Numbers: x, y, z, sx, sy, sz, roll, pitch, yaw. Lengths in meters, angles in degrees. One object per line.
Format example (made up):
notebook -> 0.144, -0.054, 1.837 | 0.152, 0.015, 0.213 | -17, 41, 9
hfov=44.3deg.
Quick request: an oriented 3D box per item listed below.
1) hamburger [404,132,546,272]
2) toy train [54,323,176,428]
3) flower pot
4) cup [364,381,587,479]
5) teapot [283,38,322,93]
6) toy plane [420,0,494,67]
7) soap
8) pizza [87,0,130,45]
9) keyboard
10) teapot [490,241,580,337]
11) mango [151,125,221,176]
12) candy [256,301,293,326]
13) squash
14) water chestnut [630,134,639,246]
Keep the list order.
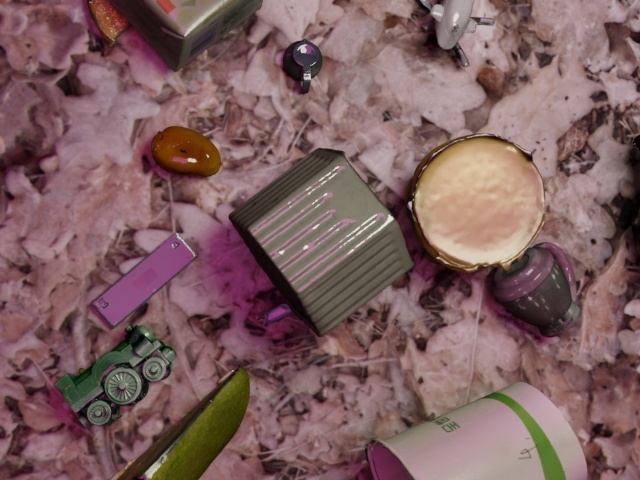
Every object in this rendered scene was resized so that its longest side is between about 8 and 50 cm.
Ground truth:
hamburger -> 0.248, -0.060, 1.275 | 0.236, 0.149, 0.237 | 0, 91, -1
toy train -> -0.311, 0.209, 1.217 | 0.178, 0.071, 0.105 | -39, 82, -7
flower pot -> 0.000, 0.000, 1.195 | 0.189, 0.209, 0.239 | -38, 82, -9
cup -> 0.243, 0.360, 1.213 | 0.273, 0.253, 0.253 | -26, 91, -18
teapot -> -0.027, -0.289, 1.292 | 0.066, 0.057, 0.088 | -3, 87, -8
toy plane -> 0.248, -0.442, 1.319 | 0.182, 0.107, 0.273 | 36, 78, -10
soap -> -0.208, -0.403, 1.221 | 0.199, 0.138, 0.182 | -43, 92, -17
pizza -> -0.319, -0.377, 1.271 | 0.108, 0.026, 0.123 | -15, 86, -17
keyboard -> -0.280, 0.063, 1.255 | 0.176, 0.014, 0.055 | -41, 94, -8
teapot -> 0.366, 0.084, 1.317 | 0.116, 0.148, 0.146 | -34, 106, 27
mango -> -0.214, -0.138, 1.254 | 0.114, 0.060, 0.080 | 23, 70, -5
candy -> -0.064, 0.119, 1.281 | 0.083, 0.020, 0.030 | -27, 89, -8
squash -> -0.207, 0.325, 1.249 | 0.093, 0.169, 0.252 | 49, 48, -6
water chestnut -> 0.641, -0.071, 1.275 | 0.289, 0.289, 0.244 | -31, 121, -9
